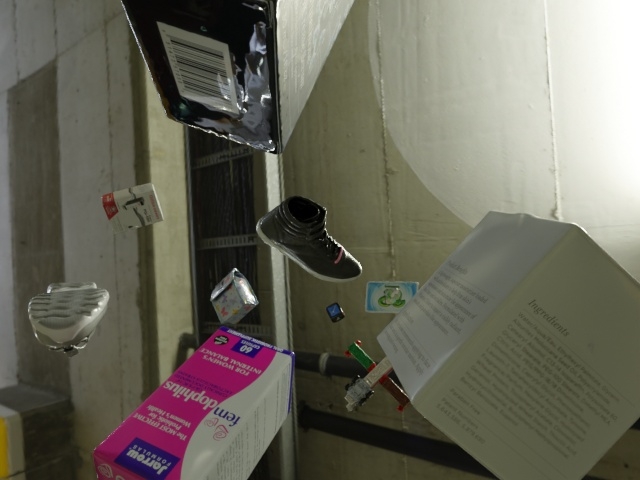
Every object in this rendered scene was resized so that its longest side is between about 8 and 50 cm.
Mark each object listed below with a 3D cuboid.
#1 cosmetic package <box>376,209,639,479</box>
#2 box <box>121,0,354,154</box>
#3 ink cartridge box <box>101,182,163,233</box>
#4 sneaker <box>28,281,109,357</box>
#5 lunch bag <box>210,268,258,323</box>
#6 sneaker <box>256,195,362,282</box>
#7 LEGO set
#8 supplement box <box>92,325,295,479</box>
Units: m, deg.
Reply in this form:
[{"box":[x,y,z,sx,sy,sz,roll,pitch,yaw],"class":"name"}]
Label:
[{"box":[0.175,0.091,0.418,0.151,0.151,0.184,41,-86,-8],"class":"cosmetic package"},{"box":[-0.087,-0.390,0.701,0.212,0.293,0.395,19,-112,5],"class":"box"},{"box":[-0.508,-0.088,1.263,0.056,0.135,0.099,-129,-154,-50],"class":"ink cartridge box"},{"box":[-0.394,0.135,0.749,0.281,0.105,0.115,-175,-97,-67],"class":"sneaker"},{"box":[-0.170,0.106,0.882,0.071,0.053,0.083,-41,-120,20],"class":"lunch bag"},{"box":[0.000,0.000,1.127,0.147,0.295,0.105,-44,-159,49],"class":"sneaker"},{"box":[0.124,0.148,0.655,0.244,0.060,0.182,-1,-119,14],"class":"LEGO set"},{"box":[-0.128,0.215,0.531,0.111,0.220,0.114,16,-59,17],"class":"supplement box"}]
